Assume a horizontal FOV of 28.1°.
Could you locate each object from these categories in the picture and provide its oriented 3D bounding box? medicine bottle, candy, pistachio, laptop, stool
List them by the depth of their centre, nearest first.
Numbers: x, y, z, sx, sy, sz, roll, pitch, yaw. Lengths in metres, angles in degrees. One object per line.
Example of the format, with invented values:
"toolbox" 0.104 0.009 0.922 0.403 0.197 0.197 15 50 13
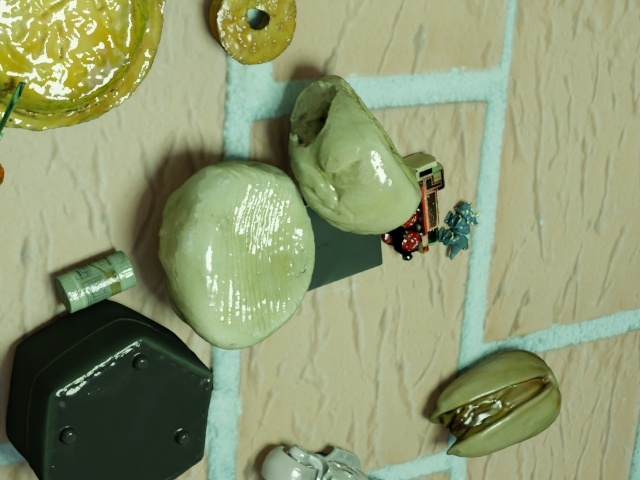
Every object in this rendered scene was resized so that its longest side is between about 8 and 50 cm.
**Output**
"candy" -0.334 -0.106 1.310 0.056 0.049 0.184 3 146 -32
"medicine bottle" -0.259 0.048 1.473 0.083 0.047 0.047 -23 120 -23
"stool" -0.242 0.191 1.483 0.232 0.141 0.232 -13 115 -29
"laptop" 0.000 0.000 1.641 0.180 0.016 0.129 -18 118 -25
"pistachio" 0.255 0.238 1.847 0.206 0.131 0.129 -23 76 -18

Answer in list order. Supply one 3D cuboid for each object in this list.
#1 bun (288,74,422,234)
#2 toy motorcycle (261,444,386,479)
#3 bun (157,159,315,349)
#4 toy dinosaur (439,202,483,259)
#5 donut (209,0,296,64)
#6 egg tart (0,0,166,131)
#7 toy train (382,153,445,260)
"bun" 0.025 -0.095 1.520 0.128 0.178 0.193 -33 120 7
"toy motorcycle" 0.026 0.346 1.743 0.254 0.112 0.112 29 92 -39
"bun" -0.109 0.013 1.501 0.231 0.133 0.231 -1 92 -51
"toy dinosaur" 0.191 -0.012 1.749 0.047 0.030 0.083 20 98 -35
"donut" -0.081 -0.252 1.466 0.108 0.043 0.097 1 108 -34
"egg tart" -0.285 -0.235 1.302 0.288 0.118 0.288 -11 115 -24
"toy train" 0.124 -0.043 1.682 0.087 0.050 0.137 -22 120 -28
